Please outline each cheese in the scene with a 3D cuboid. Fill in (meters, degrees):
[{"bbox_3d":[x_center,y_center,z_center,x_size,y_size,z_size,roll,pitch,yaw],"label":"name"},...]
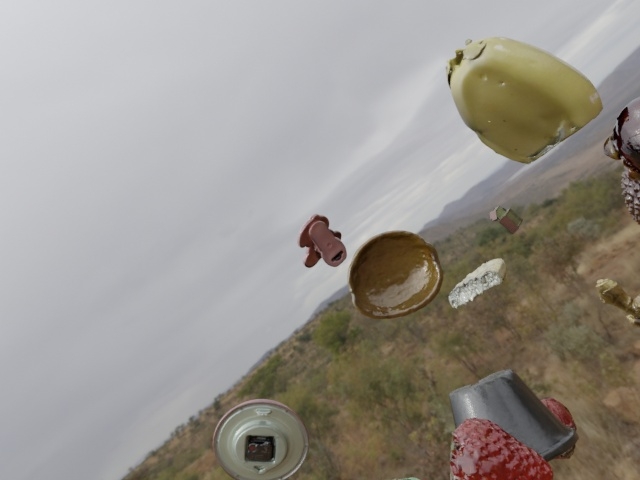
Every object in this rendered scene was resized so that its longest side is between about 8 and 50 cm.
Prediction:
[{"bbox_3d":[0.417,-0.319,1.062,0.128,0.315,0.260,-60,3,-35],"label":"cheese"}]

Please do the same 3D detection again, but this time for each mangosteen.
[{"bbox_3d":[0.574,-0.176,0.828,0.152,0.152,0.152,-39,-7,-6],"label":"mangosteen"}]

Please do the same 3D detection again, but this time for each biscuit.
[{"bbox_3d":[0.618,0.151,1.868,0.179,0.084,0.281,-40,-5,-42],"label":"biscuit"}]

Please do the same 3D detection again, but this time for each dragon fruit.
[{"bbox_3d":[0.806,0.665,1.632,0.218,0.224,0.148,-21,19,-26],"label":"dragon fruit"}]

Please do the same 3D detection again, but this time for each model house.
[{"bbox_3d":[0.550,-0.062,1.433,0.058,0.083,0.057,-50,2,-22],"label":"model house"}]

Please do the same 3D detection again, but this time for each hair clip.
[{"bbox_3d":[-0.006,-0.002,1.162,0.123,0.138,0.102,-47,24,-15],"label":"hair clip"}]

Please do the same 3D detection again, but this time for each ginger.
[{"bbox_3d":[0.872,0.165,1.317,0.059,0.214,0.133,-39,-15,-37],"label":"ginger"}]

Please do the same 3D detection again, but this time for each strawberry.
[{"bbox_3d":[0.453,0.570,1.213,0.205,0.244,0.206,7,-90,-66],"label":"strawberry"}]

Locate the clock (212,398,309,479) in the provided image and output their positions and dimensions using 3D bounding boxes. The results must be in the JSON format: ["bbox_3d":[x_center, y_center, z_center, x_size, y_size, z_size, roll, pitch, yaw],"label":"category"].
[{"bbox_3d":[-0.150,0.513,1.216,0.244,0.244,0.056,-41,14,8],"label":"clock"}]

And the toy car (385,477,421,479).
[{"bbox_3d":[0.233,0.764,1.467,0.185,0.058,0.093,-12,13,11],"label":"toy car"}]

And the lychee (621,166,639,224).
[{"bbox_3d":[1.085,-0.152,1.448,0.305,0.330,0.306,-20,-34,-15],"label":"lychee"}]

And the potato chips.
[{"bbox_3d":[0.158,0.078,1.050,0.208,0.195,0.062,-59,-3,1],"label":"potato chips"}]

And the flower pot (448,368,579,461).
[{"bbox_3d":[0.551,0.549,1.470,0.378,0.251,0.379,-19,-18,-6],"label":"flower pot"}]
